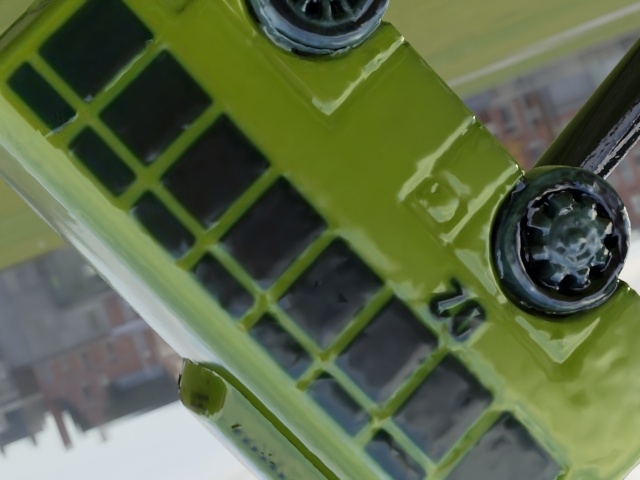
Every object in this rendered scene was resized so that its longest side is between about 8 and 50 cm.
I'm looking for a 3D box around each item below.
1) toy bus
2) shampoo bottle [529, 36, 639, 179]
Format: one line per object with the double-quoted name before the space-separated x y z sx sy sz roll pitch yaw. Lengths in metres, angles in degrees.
"toy bus" 0.000 0.000 0.612 0.150 0.262 0.128 -46 -166 -10
"shampoo bottle" 0.107 -0.029 0.760 0.137 0.027 0.048 -51 -172 13
